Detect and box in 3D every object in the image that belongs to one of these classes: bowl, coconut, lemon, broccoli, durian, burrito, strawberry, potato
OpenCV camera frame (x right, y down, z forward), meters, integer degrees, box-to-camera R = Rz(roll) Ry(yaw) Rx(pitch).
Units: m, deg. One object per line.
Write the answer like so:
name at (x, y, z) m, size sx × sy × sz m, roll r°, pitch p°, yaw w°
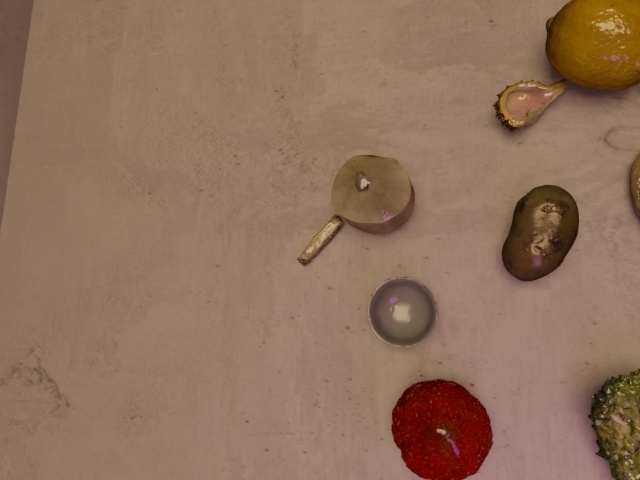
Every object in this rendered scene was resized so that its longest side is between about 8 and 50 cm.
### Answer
bowl at (0.228, 0.197, 1.430) m, size 0.189 × 0.086 × 0.189 m, roll -2°, pitch 80°, yaw 13°
coconut at (0.148, -0.131, 1.438) m, size 0.241 × 0.241 × 0.241 m, roll -3°, pitch 80°, yaw 15°
lemon at (0.737, -0.511, 1.334) m, size 0.320 × 0.245 × 0.245 m, roll 24°, pitch 87°, yaw 14°
broccoli at (0.763, 0.417, 1.102) m, size 0.353 × 0.397 × 0.275 m, roll 26°, pitch 63°, yaw 22°
durian at (0.585, -0.381, 1.445) m, size 0.224 × 0.078 × 0.140 m, roll -27°, pitch 62°, yaw -2°
burrito at (0.000, 0.000, 1.551) m, size 0.045 × 0.041 × 0.185 m, roll 43°, pitch 91°, yaw 0°
strawberry at (0.297, 0.465, 1.268) m, size 0.257 × 0.277 × 0.257 m, roll -2°, pitch 79°, yaw 11°
potato at (0.571, -0.017, 1.341) m, size 0.165 × 0.165 × 0.262 m, roll 18°, pitch 87°, yaw 17°

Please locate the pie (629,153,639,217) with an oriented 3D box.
pie at (0.942, -0.143, 1.302) m, size 0.337 × 0.075 × 0.337 m, roll -3°, pitch 79°, yaw 15°
